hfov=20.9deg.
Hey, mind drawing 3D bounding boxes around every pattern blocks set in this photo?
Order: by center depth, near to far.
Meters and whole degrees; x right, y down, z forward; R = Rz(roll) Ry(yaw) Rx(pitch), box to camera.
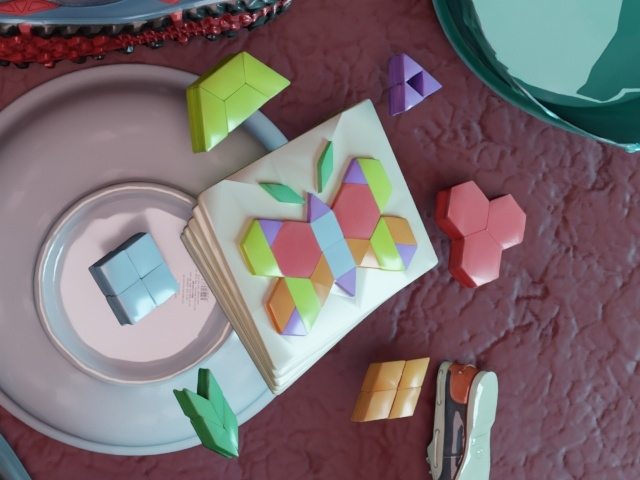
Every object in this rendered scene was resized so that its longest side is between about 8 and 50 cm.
[{"bbox_3d":[0.000,0.000,1.207,0.325,0.026,0.285,-49,114,-29],"label":"pattern blocks set"}]

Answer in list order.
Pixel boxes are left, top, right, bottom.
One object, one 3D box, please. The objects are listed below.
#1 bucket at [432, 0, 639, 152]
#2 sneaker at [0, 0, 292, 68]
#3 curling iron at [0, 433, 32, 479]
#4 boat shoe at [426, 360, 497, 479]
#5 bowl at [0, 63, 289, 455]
[{"bbox_3d":[0.212,-0.206,1.230,0.281,0.183,0.281,-1,96,-7],"label":"bucket"},{"bbox_3d":[-0.157,-0.197,1.241,0.262,0.104,0.125,-9,81,-10],"label":"sneaker"},{"bbox_3d":[-0.269,0.143,1.287,0.068,0.035,0.274,-35,106,19],"label":"curling iron"},{"bbox_3d":[0.103,0.161,1.332,0.043,0.049,0.137,13,100,34],"label":"boat shoe"},{"bbox_3d":[-0.132,0.024,1.239,0.298,0.134,0.297,-1,97,-7],"label":"bowl"}]
